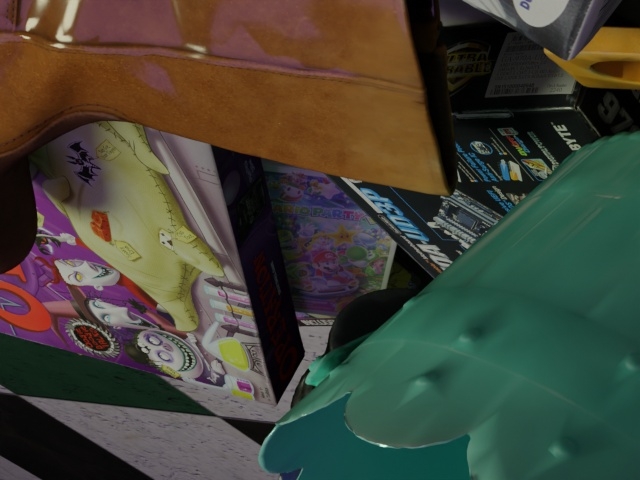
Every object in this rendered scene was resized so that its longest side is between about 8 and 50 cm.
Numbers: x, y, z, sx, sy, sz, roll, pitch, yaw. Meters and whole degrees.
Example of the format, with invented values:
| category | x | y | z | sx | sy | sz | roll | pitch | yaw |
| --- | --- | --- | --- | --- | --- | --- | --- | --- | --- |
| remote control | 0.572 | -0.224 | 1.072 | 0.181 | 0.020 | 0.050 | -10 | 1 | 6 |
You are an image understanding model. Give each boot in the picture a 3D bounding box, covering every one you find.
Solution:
| category | x | y | z | sx | sy | sz | roll | pitch | yaw |
| --- | --- | --- | --- | --- | --- | --- | --- | --- | --- |
| boot | -0.075 | -0.061 | 0.656 | 0.281 | 0.096 | 0.264 | 8 | 134 | 13 |

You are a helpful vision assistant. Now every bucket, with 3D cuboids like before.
| category | x | y | z | sx | sy | sz | roll | pitch | yaw |
| --- | --- | --- | --- | --- | --- | --- | --- | --- | --- |
| bucket | 0.135 | 0.104 | 0.589 | 0.281 | 0.183 | 0.281 | 36 | 156 | 19 |

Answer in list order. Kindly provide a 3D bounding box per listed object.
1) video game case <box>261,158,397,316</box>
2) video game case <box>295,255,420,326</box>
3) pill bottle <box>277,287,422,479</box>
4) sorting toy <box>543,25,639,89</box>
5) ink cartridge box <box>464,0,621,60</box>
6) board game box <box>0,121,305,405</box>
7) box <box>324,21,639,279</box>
| category | x | y | z | sx | sy | sz | roll | pitch | yaw |
| --- | --- | --- | --- | --- | --- | --- | --- | --- | --- |
| video game case | 0.000 | 0.000 | 0.851 | 0.087 | 0.011 | 0.122 | 7 | 137 | -3 |
| video game case | -0.085 | -0.011 | 0.953 | 0.232 | 0.041 | 0.210 | -4 | 145 | 49 |
| pill bottle | 0.037 | 0.137 | 0.902 | 0.123 | 0.122 | 0.219 | 19 | 134 | 9 |
| sorting toy | 0.241 | -0.036 | 0.490 | 0.348 | 0.047 | 0.196 | 6 | 176 | 37 |
| ink cartridge box | -0.047 | -0.188 | 0.366 | 0.333 | 0.065 | 0.165 | 33 | 156 | 12 |
| board game box | -0.132 | -0.049 | 0.792 | 0.208 | 0.056 | 0.346 | 16 | 144 | 23 |
| box | 0.109 | -0.019 | 0.732 | 0.175 | 0.051 | 0.220 | 1 | 150 | 43 |
